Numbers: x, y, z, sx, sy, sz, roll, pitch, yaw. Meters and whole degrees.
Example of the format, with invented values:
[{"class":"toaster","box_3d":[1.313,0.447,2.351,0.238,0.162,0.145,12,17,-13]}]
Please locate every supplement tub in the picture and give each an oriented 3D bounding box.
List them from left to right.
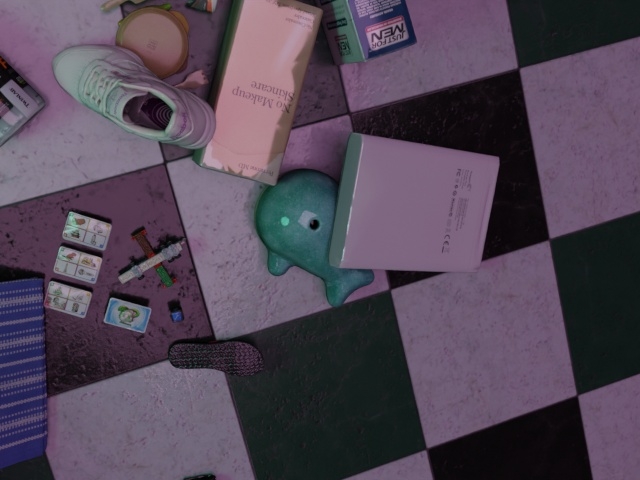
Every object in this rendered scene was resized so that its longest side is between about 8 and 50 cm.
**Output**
[{"class":"supplement tub","box_3d":[-0.551,-0.252,1.336,0.117,0.117,0.190,-44,108,-3]}]

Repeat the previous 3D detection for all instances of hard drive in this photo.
[{"class":"hard drive","box_3d":[0.179,-0.060,1.526,0.353,0.047,0.233,3,100,-38]}]

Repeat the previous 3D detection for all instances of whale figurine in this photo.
[{"class":"whale figurine","box_3d":[0.000,0.000,1.509,0.216,0.141,0.272,-35,106,-7]}]

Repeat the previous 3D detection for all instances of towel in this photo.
[{"class":"towel","box_3d":[-0.570,0.237,1.393,0.243,0.040,0.336,-9,104,-53]}]

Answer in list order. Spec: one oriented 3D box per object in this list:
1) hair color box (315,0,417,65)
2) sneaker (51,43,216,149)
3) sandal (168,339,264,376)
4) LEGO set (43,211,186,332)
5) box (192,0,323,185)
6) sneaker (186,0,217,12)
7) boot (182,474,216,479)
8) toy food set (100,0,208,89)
[{"class":"hair color box","box_3d":[0.042,-0.483,1.416,0.105,0.174,0.347,-21,105,-11]},{"class":"sneaker","box_3d":[-0.318,-0.244,1.340,0.305,0.152,0.114,25,101,15]},{"class":"sandal","box_3d":[-0.193,0.215,1.557,0.179,0.040,0.067,5,93,-1]},{"class":"LEGO set","box_3d":[-0.350,0.063,1.492,0.244,0.060,0.182,17,101,-9]},{"class":"box","box_3d":[-0.113,-0.264,1.443,0.148,0.121,0.311,12,96,-16]},{"class":"sneaker","box_3d":[-0.206,-0.471,1.416,0.064,0.061,0.158,1,99,-8]},{"class":"boot","box_3d":[-0.190,0.523,1.590,0.246,0.083,0.161,-14,97,-13]},{"class":"toy food set","box_3d":[-0.286,-0.341,1.434,0.132,0.038,0.192,-23,110,-2]}]
